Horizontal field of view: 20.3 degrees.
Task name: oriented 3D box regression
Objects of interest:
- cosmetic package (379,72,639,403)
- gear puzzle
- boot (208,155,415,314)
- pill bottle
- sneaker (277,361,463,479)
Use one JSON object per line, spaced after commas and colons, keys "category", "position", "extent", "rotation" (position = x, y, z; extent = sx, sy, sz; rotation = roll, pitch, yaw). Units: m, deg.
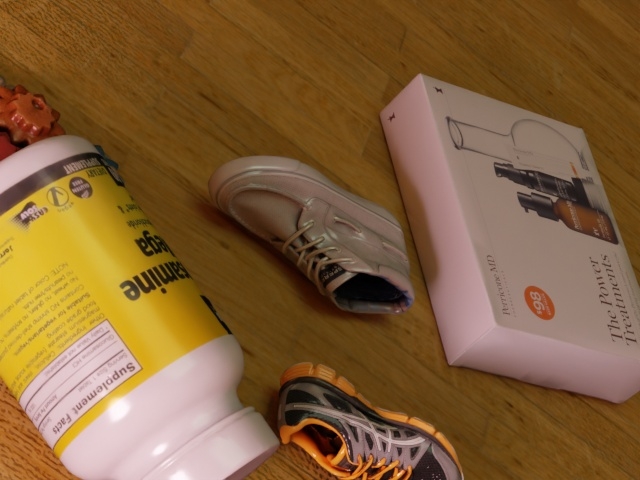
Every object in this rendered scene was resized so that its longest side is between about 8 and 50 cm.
{"category": "cosmetic package", "position": [0.243, -0.003, 2.176], "extent": [0.284, 0.097, 0.377], "rotation": [13, 48, -34]}
{"category": "gear puzzle", "position": [-0.338, -0.135, 1.763], "extent": [0.339, 0.044, 0.175], "rotation": [40, 37, -8]}
{"category": "boot", "position": [0.000, 0.000, 1.926], "extent": [0.258, 0.095, 0.123], "rotation": [19, 38, -34]}
{"category": "pill bottle", "position": [-0.188, 0.087, 1.580], "extent": [0.334, 0.188, 0.188], "rotation": [53, 37, 8]}
{"category": "sneaker", "position": [0.044, 0.209, 1.795], "extent": [0.214, 0.084, 0.083], "rotation": [29, 42, -8]}
